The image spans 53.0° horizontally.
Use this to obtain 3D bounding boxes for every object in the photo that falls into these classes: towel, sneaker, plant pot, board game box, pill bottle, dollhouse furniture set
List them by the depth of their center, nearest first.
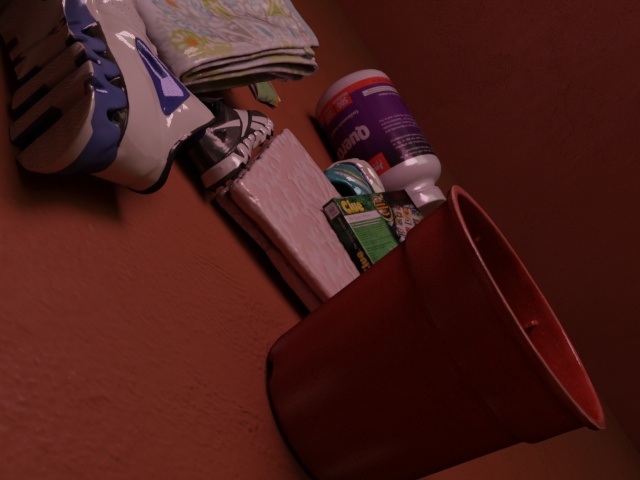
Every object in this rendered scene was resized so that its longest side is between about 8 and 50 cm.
[{"bbox_3d":[-0.209,-0.167,0.653,0.182,0.127,0.316,33,37,-55],"label":"sneaker"},{"bbox_3d":[0.104,0.127,0.682,0.272,0.265,0.272,47,21,-25],"label":"plant pot"},{"bbox_3d":[-0.128,-0.153,0.856,0.106,0.078,0.234,53,22,-16],"label":"sneaker"},{"bbox_3d":[-0.190,-0.367,0.882,0.375,0.090,0.320,55,37,7],"label":"towel"},{"bbox_3d":[0.000,0.000,0.951,0.317,0.053,0.332,51,20,-11],"label":"towel"},{"bbox_3d":[0.110,-0.016,1.044,0.259,0.030,0.136,-12,70,-57],"label":"board game box"},{"bbox_3d":[0.092,-0.021,1.170,0.275,0.107,0.110,52,39,3],"label":"sneaker"},{"bbox_3d":[-0.110,-0.326,1.191,0.152,0.058,0.076,62,21,15],"label":"dollhouse furniture set"},{"bbox_3d":[0.130,-0.185,1.345,0.181,0.181,0.323,12,47,-62],"label":"pill bottle"}]
